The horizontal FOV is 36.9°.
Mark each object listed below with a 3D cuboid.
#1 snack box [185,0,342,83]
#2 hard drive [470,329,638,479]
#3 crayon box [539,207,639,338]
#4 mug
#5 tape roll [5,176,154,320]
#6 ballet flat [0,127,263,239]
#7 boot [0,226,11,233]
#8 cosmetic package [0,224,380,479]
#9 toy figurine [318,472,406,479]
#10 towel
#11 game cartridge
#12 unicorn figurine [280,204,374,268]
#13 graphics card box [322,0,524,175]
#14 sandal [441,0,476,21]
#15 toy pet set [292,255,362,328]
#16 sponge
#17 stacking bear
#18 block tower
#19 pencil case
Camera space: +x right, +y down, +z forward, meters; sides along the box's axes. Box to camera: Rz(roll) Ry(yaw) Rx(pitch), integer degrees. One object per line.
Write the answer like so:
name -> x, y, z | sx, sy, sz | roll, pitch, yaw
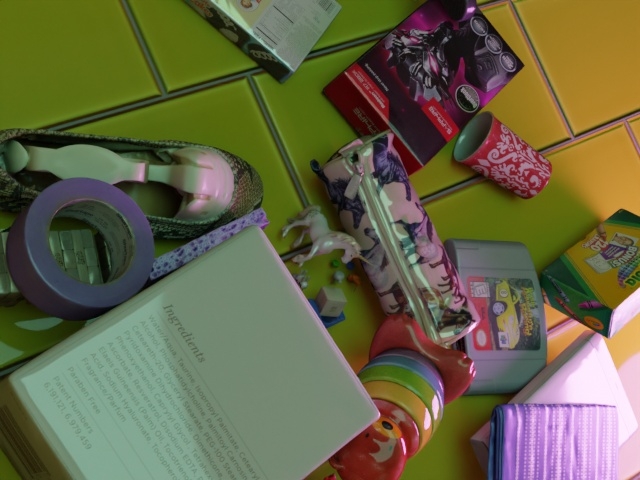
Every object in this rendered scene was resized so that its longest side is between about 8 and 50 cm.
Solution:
snack box -> -0.135, -0.457, 1.734 | 0.322, 0.060, 0.187 | 40, 62, -12
hard drive -> 0.442, 0.358, 1.777 | 0.353, 0.047, 0.233 | -35, 108, -30
crayon box -> 0.580, 0.060, 1.889 | 0.278, 0.165, 0.081 | -33, 137, -30
mug -> 0.367, -0.176, 1.884 | 0.169, 0.113, 0.150 | 31, 66, -20
tape roll -> -0.334, 0.013, 1.342 | 0.189, 0.080, 0.188 | 15, 63, -31
ballet flat -> -0.285, -0.092, 1.484 | 0.483, 0.182, 0.163 | 5, 82, -26
boot -> -0.458, 0.032, 1.441 | 0.121, 0.045, 0.099 | -33, 94, -37
cosmetic package -> -0.207, 0.237, 1.347 | 0.394, 0.329, 0.327 | -34, 91, -29
toy figurine -> 0.148, 0.518, 1.538 | 0.217, 0.191, 0.362 | -17, 85, -35
towel -> 0.417, 0.413, 1.714 | 0.336, 0.040, 0.243 | 8, 83, -36
game cartridge -> 0.334, 0.142, 1.810 | 0.196, 0.060, 0.294 | 3, 75, -30
unicorn figurine -> 0.000, 0.000, 1.628 | 0.111, 0.060, 0.161 | -32, 65, 10
graphics card box -> 0.206, -0.313, 1.849 | 0.232, 0.094, 0.371 | 50, 59, -5
sandal -> 0.237, -0.533, 1.841 | 0.055, 0.097, 0.254 | -19, 79, -22
toy pet set -> 0.010, 0.092, 1.667 | 0.122, 0.065, 0.114 | 7, 38, -28
sponge -> -0.188, 0.014, 1.519 | 0.210, 0.117, 0.031 | -27, 87, -19
stacking bear -> 0.107, 0.274, 1.489 | 0.175, 0.164, 0.289 | 34, 34, 4
block tower -> -0.429, 0.041, 1.370 | 0.336, 0.097, 0.090 | -5, 75, -37
pencil case -> 0.134, 0.013, 1.673 | 0.410, 0.160, 0.183 | 65, 22, 2
